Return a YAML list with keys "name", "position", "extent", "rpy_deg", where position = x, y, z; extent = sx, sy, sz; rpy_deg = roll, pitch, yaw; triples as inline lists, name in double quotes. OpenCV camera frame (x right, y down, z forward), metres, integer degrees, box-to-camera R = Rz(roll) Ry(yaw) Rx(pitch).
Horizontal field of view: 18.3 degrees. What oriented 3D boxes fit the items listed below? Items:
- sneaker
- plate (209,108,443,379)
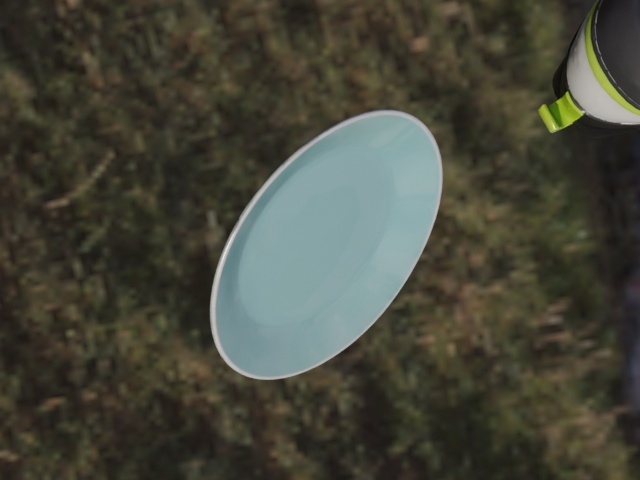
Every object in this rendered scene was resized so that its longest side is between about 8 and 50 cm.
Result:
- name: "sneaker"
  position: [0.185, -0.111, 0.859]
  extent: [0.234, 0.097, 0.084]
  rpy_deg: [-26, 83, -28]
- name: "plate"
  position: [0.000, 0.000, 1.205]
  extent: [0.188, 0.024, 0.188]
  rpy_deg: [-32, 141, -30]
